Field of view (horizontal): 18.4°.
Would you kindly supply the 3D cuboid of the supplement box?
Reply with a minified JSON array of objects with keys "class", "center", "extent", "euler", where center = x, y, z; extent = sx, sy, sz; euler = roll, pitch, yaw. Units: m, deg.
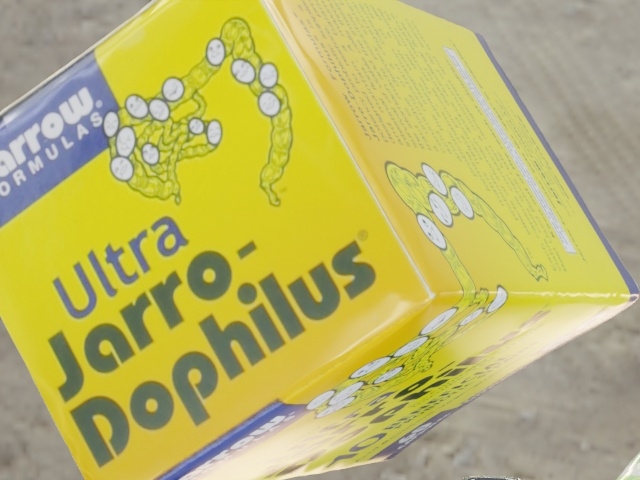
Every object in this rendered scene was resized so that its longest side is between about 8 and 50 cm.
[{"class":"supplement box","center":[0.000,0.000,1.041],"extent":[0.195,0.194,0.356],"euler":[60,20,14]}]

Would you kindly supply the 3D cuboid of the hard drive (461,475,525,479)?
[{"class":"hard drive","center":[0.174,0.284,1.317],"extent":[0.054,0.254,0.172],"euler":[-25,32,19]}]

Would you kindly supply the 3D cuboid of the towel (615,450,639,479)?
[{"class":"towel","center":[0.270,0.188,1.169],"extent":[0.248,0.038,0.325],"euler":[7,16,23]}]
